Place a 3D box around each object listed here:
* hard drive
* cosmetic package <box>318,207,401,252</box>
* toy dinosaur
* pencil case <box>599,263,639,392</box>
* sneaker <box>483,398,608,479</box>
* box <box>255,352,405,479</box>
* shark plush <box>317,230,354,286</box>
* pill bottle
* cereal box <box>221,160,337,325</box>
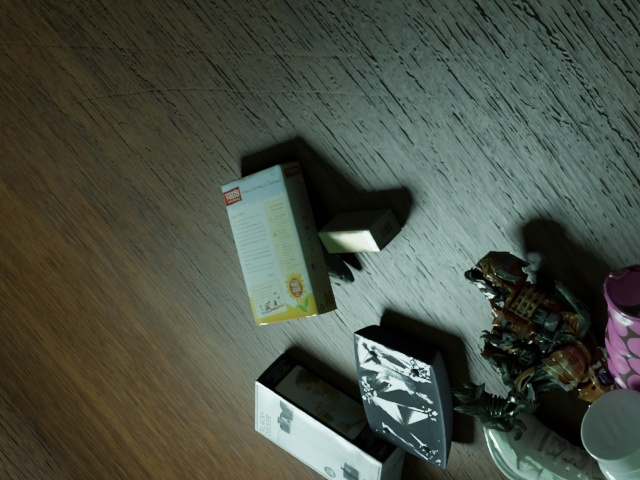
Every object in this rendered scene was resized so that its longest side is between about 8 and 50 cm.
[{"bbox_3d":[0.144,0.256,1.868,0.172,0.054,0.255,20,138,34],"label":"hard drive"},{"bbox_3d":[0.058,-0.014,1.680,0.115,0.060,0.041,-2,124,50],"label":"cosmetic package"},{"bbox_3d":[0.304,0.167,1.534,0.218,0.164,0.322,-42,70,40],"label":"toy dinosaur"},{"bbox_3d":[0.391,0.108,1.381,0.098,0.095,0.209,58,172,35],"label":"pencil case"},{"bbox_3d":[0.377,0.336,1.675,0.305,0.114,0.152,44,134,-5],"label":"sneaker"},{"bbox_3d":[0.015,0.354,2.078,0.290,0.087,0.169,31,143,22],"label":"box"},{"bbox_3d":[0.000,0.000,1.791,0.067,0.073,0.161,-14,96,30],"label":"shark plush"},{"bbox_3d":[0.437,0.286,1.460,0.121,0.121,0.221,0,149,47],"label":"pill bottle"},{"bbox_3d":[-0.068,0.007,1.772,0.173,0.047,0.240,-13,90,52],"label":"cereal box"}]
